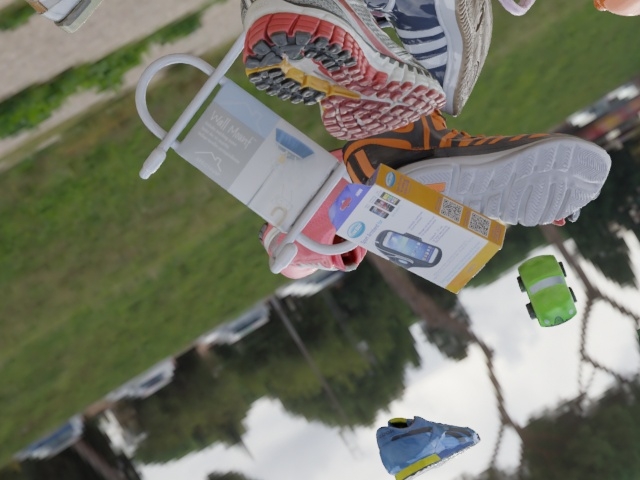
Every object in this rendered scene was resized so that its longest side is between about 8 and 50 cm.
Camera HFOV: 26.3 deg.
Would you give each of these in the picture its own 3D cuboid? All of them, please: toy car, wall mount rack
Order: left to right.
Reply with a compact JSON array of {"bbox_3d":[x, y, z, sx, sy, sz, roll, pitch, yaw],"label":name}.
[{"bbox_3d":[-0.047,-0.142,1.679,0.304,0.350,0.130,-53,-172,2],"label":"wall mount rack"},{"bbox_3d":[0.261,0.006,1.703,0.239,0.053,0.225,-21,-130,5],"label":"toy car"}]

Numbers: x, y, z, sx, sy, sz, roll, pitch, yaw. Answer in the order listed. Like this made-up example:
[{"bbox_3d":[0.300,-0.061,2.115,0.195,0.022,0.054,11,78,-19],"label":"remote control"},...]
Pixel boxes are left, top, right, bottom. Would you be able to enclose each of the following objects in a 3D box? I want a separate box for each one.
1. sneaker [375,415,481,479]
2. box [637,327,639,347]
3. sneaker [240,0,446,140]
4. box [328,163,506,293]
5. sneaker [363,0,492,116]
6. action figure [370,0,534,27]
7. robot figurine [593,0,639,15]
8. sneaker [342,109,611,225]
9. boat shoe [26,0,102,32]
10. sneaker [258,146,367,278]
[{"bbox_3d":[0.138,0.251,1.755,0.069,0.082,0.209,-39,163,27],"label":"sneaker"},{"bbox_3d":[0.330,0.059,1.047,0.105,0.043,0.179,1,161,-16],"label":"box"},{"bbox_3d":[0.020,-0.138,0.971,0.088,0.092,0.225,-20,157,22],"label":"sneaker"},{"bbox_3d":[0.076,-0.012,1.146,0.081,0.136,0.028,-52,-166,50],"label":"box"},{"bbox_3d":[0.097,-0.242,1.463,0.282,0.153,0.099,77,35,-64],"label":"sneaker"},{"bbox_3d":[0.138,-0.449,1.749,0.276,0.370,0.248,11,-141,16],"label":"action figure"},{"bbox_3d":[0.409,-0.363,1.724,0.219,0.128,0.158,146,-41,-71],"label":"robot figurine"},{"bbox_3d":[0.174,-0.109,1.600,0.321,0.180,0.124,-3,128,-27],"label":"sneaker"},{"bbox_3d":[-0.309,-0.430,1.918,0.302,0.103,0.113,-49,-149,17],"label":"boat shoe"},{"bbox_3d":[0.000,0.000,1.923,0.116,0.136,0.314,-18,159,-20],"label":"sneaker"}]
